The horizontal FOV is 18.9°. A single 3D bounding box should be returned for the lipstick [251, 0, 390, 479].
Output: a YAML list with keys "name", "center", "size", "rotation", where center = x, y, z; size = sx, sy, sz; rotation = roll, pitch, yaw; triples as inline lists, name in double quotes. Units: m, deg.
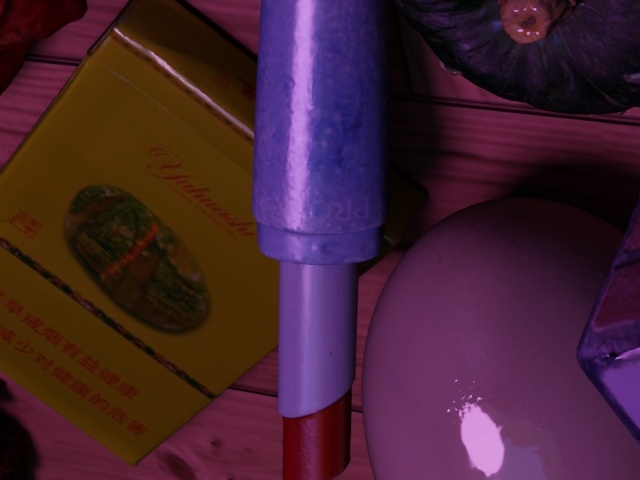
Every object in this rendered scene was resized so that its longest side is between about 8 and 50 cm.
- name: "lipstick"
  center: [0.000, 0.000, 0.946]
  size: [0.068, 0.061, 0.274]
  rotation: [0, 114, -1]

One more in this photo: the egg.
- name: "egg"
  center: [0.114, 0.090, 0.944]
  size: [0.186, 0.186, 0.242]
  rotation: [-6, 117, 36]

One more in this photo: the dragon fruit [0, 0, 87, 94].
- name: "dragon fruit"
  center: [-0.251, -0.206, 0.891]
  size: [0.240, 0.302, 0.330]
  rotation: [54, 128, 21]

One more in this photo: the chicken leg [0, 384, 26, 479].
- name: "chicken leg"
  center: [-0.223, 0.184, 1.360]
  size: [0.106, 0.051, 0.253]
  rotation: [-7, 131, 30]

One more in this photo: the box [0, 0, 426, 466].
- name: "box"
  center: [-0.103, 0.006, 1.099]
  size: [0.187, 0.047, 0.335]
  rotation: [38, 141, -9]

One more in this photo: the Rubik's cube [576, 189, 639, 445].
- name: "Rubik's cube"
  center: [0.277, 0.023, 0.735]
  size: [0.238, 0.237, 0.237]
  rotation: [-17, 123, 42]

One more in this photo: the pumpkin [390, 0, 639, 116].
- name: "pumpkin"
  center: [0.103, -0.133, 0.748]
  size: [0.190, 0.146, 0.190]
  rotation: [33, 162, 12]
